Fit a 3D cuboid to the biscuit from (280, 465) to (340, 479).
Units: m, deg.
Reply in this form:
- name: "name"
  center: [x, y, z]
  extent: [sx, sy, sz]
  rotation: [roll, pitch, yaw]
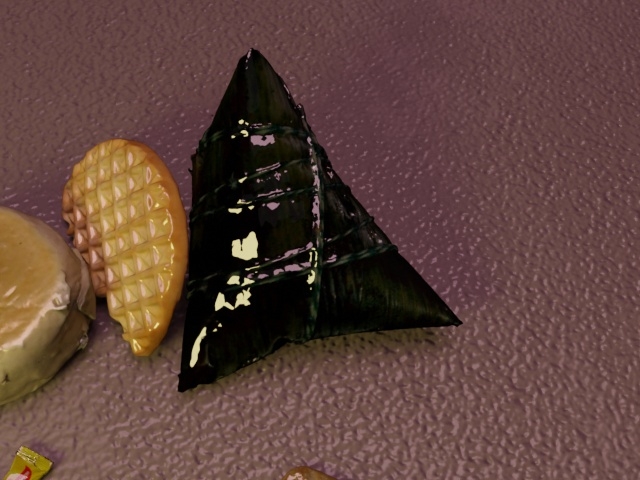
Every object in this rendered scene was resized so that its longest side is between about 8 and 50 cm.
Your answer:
- name: "biscuit"
  center: [0.016, 0.318, 1.091]
  extent: [0.147, 0.018, 0.071]
  rotation: [24, 57, 12]

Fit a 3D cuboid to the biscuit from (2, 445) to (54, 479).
- name: "biscuit"
  center: [-0.407, 0.365, 1.039]
  extent: [0.048, 0.026, 0.292]
  rotation: [28, 60, 6]

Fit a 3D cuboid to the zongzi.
- name: "zongzi"
  center: [0.000, 0.000, 1.192]
  extent: [0.362, 0.319, 0.384]
  rotation: [0, 75, -5]

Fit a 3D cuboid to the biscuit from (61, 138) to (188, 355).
- name: "biscuit"
  center: [-0.255, -0.021, 1.206]
  extent: [0.040, 0.204, 0.309]
  rotation: [5, 41, -45]

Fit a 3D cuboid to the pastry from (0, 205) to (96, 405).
- name: "pastry"
  center: [-0.417, 0.082, 1.163]
  extent: [0.264, 0.133, 0.265]
  rotation: [1, 57, -1]
